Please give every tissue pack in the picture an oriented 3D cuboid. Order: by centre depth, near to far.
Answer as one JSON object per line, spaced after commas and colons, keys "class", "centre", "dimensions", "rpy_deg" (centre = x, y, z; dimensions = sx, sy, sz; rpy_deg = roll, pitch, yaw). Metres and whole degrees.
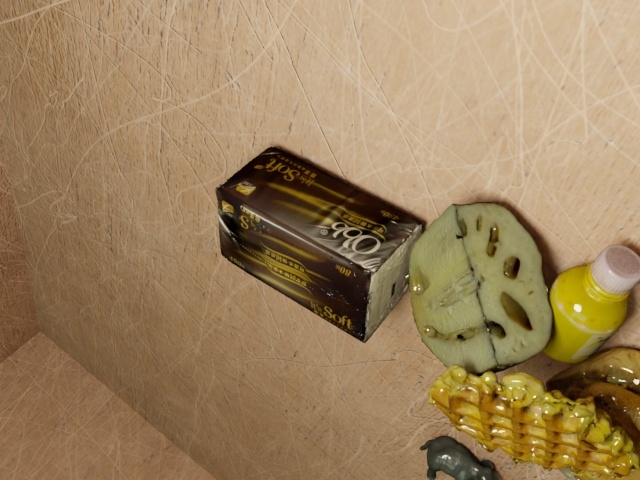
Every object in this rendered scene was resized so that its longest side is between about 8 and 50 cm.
{"class": "tissue pack", "centre": [0.000, 0.000, 1.476], "dimensions": [0.369, 0.198, 0.210], "rpy_deg": [28, 139, 23]}

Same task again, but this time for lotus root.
{"class": "lotus root", "centre": [0.263, 0.104, 1.309], "dimensions": [0.260, 0.149, 0.267], "rpy_deg": [122, 139, -65]}

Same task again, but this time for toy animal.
{"class": "toy animal", "centre": [0.344, 0.544, 1.776], "dimensions": [0.269, 0.082, 0.137], "rpy_deg": [28, 143, 25]}

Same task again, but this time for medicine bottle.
{"class": "medicine bottle", "centre": [0.420, 0.094, 1.206], "dimensions": [0.121, 0.122, 0.213], "rpy_deg": [36, 144, 13]}

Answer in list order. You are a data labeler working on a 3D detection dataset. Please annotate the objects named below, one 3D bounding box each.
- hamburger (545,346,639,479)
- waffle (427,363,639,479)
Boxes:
{"class": "hamburger", "centre": [0.517, 0.331, 1.315], "dimensions": [0.318, 0.158, 0.319], "rpy_deg": [27, 140, 25]}
{"class": "waffle", "centre": [0.327, 0.290, 1.215], "dimensions": [0.324, 0.068, 0.302], "rpy_deg": [33, 154, -19]}
